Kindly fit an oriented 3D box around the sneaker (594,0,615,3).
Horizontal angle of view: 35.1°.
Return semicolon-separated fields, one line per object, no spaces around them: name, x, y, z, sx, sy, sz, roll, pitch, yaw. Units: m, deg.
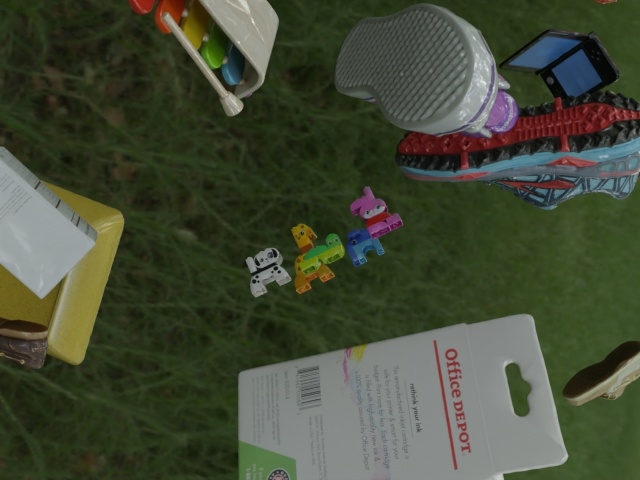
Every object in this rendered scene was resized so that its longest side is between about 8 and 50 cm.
sneaker;0.313;-0.329;1.034;0.067;0.064;0.175;-124;-132;-70

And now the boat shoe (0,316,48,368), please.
boat shoe;-0.541;0.158;1.646;0.073;0.207;0.073;-32;133;-67

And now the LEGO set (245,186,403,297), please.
LEGO set;0.000;0.000;1.432;0.093;0.227;0.087;65;3;26

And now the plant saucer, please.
plant saucer;-0.588;0.048;1.988;0.081;0.333;0.332;-28;138;-75

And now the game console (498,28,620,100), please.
game console;0.376;-0.267;1.600;0.085;0.124;0.144;-32;180;-28

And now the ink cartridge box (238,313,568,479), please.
ink cartridge box;0.091;0.224;1.147;0.119;0.354;0.207;65;15;-47

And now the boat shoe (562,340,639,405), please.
boat shoe;0.363;0.176;1.270;0.135;0.050;0.045;-28;108;-20

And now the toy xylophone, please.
toy xylophone;-0.166;-0.320;1.421;0.322;0.081;0.236;54;39;-38

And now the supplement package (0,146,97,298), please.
supplement package;-0.402;-0.026;1.360;0.105;0.179;0.105;-45;-165;0

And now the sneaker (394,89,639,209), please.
sneaker;0.209;-0.074;1.064;0.125;0.262;0.104;70;26;-43

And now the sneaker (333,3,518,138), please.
sneaker;0.127;-0.137;0.892;0.102;0.161;0.282;-68;-161;11
